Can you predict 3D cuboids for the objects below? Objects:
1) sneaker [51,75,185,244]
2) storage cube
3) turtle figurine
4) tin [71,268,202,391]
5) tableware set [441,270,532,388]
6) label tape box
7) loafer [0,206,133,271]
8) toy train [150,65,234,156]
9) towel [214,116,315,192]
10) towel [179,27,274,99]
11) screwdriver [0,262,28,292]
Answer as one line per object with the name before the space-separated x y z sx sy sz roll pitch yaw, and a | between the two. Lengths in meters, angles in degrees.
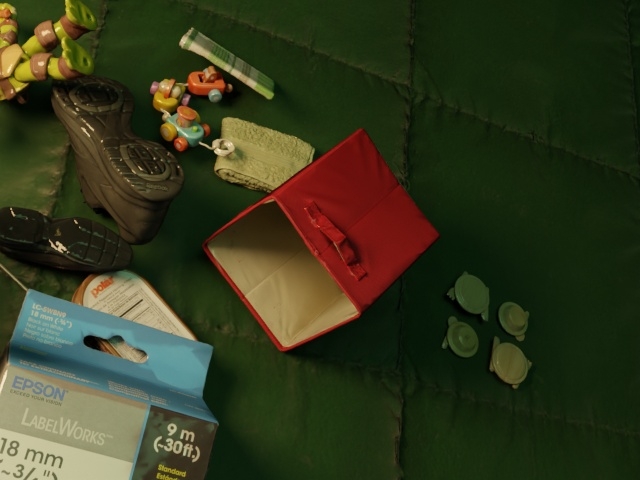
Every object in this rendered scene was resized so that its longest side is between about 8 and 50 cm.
sneaker | -0.279 -0.108 1.200 0.109 0.130 0.286 -6 45 -35
storage cube | 0.000 0.000 1.225 0.183 0.215 0.193 53 52 -5
turtle figurine | -0.384 -0.208 1.164 0.087 0.217 0.269 55 28 -42
tin | -0.224 0.114 1.154 0.189 0.040 0.106 48 49 2
tableware set | 0.254 0.134 1.410 0.169 0.020 0.141 30 56 -13
label tape box | -0.247 0.226 1.010 0.241 0.106 0.333 20 65 -18
loafer | -0.314 0.006 1.138 0.170 0.061 0.062 18 56 -14
toy train | -0.173 -0.194 1.320 0.125 0.046 0.166 1 51 -20
towel | -0.079 -0.119 1.360 0.148 0.027 0.110 17 57 -20
towel | -0.135 -0.256 1.374 0.152 0.023 0.113 32 16 -12
screwdriver | -0.392 0.021 1.126 0.170 0.024 0.025 43 24 -10
